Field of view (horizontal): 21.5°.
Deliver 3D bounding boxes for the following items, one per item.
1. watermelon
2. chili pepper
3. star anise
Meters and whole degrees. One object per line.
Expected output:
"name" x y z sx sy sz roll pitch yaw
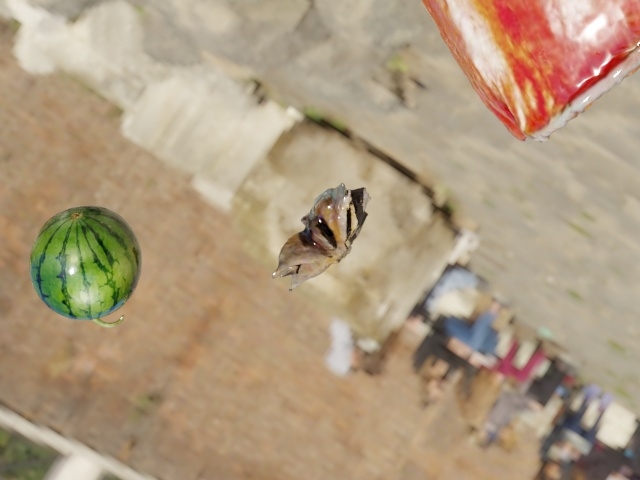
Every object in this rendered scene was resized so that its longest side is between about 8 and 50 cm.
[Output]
"watermelon" -0.202 0.023 1.439 0.109 0.109 0.109 33 176 3
"chili pepper" 0.171 -0.235 1.121 0.305 0.251 0.229 64 -178 11
"star anise" 0.005 -0.002 1.618 0.056 0.124 0.129 39 -174 13
